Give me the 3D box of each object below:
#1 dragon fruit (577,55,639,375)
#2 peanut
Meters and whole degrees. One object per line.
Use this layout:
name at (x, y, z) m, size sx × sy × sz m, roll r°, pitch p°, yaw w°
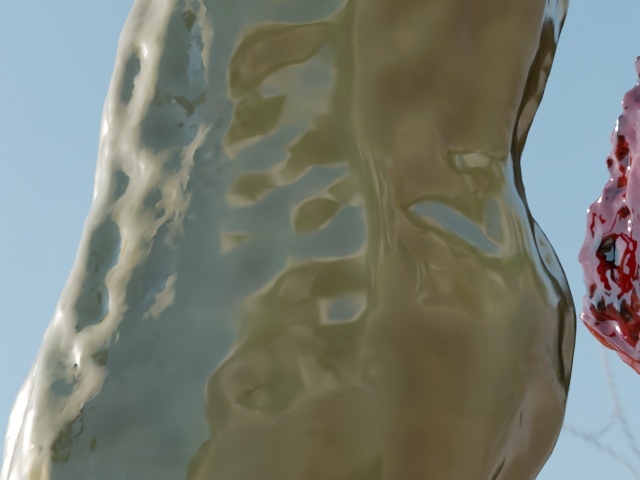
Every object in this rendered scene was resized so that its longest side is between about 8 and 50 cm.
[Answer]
dragon fruit at (0.364, 0.017, 1.006) m, size 0.329 × 0.286 × 0.228 m, roll -11°, pitch -57°, yaw -31°
peanut at (0.000, 0.000, 0.484) m, size 0.152 × 0.313 × 0.152 m, roll 9°, pitch -25°, yaw 4°
